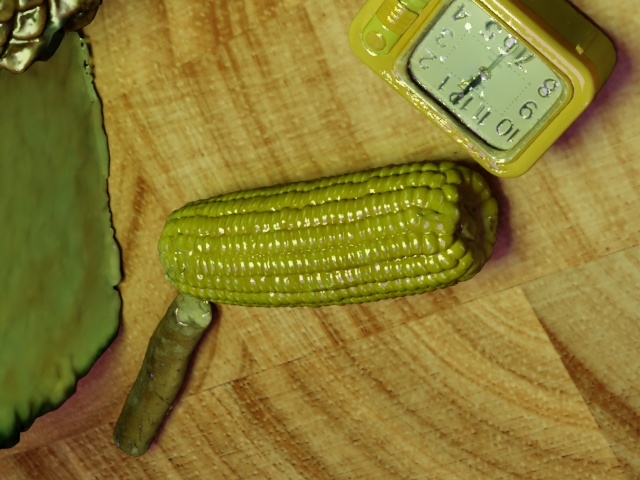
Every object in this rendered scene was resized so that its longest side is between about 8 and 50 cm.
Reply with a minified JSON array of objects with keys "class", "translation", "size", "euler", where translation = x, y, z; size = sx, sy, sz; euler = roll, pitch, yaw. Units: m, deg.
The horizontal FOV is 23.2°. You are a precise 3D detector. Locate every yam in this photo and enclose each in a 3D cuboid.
[{"class":"yam","translation":[-0.176,0.149,1.716],"size":[0.057,0.057,0.241],"euler":[33,127,7]}]

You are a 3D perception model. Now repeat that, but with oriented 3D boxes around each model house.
[{"class":"model house","translation":[-0.479,0.014,1.557],"size":[0.400,0.445,0.395],"euler":[11,124,20]}]

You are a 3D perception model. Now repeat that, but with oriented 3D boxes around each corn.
[{"class":"corn","translation":[0.000,0.000,1.493],"size":[0.344,0.131,0.131],"euler":[-7,114,34]}]

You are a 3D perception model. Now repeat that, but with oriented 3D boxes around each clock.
[{"class":"clock","translation":[0.138,-0.166,1.342],"size":[0.202,0.096,0.143],"euler":[40,125,1]}]

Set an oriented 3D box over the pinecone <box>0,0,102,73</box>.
[{"class":"pinecone","translation":[-0.338,-0.286,1.406],"size":[0.298,0.296,0.242],"euler":[5,139,-13]}]
